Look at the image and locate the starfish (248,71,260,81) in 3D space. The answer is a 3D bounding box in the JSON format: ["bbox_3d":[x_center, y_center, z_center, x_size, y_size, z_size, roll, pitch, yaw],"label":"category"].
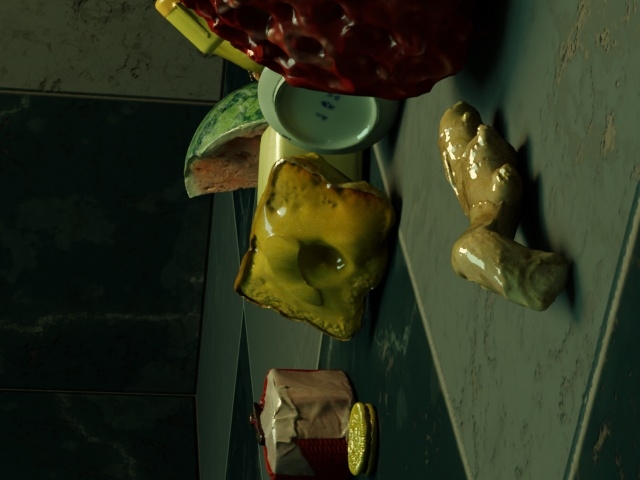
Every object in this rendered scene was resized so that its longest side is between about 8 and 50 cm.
[{"bbox_3d":[-0.129,-0.476,2.825,0.384,0.132,0.398,99,159,-79],"label":"starfish"}]

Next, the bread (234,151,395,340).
[{"bbox_3d":[0.000,0.000,1.716,0.233,0.161,0.088,110,179,-46],"label":"bread"}]

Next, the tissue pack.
[{"bbox_3d":[-0.015,-0.031,1.891,0.159,0.125,0.234,158,114,-81],"label":"tissue pack"}]

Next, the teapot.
[{"bbox_3d":[0.016,-0.194,1.696,0.232,0.159,0.159,124,152,-41],"label":"teapot"}]

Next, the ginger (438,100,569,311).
[{"bbox_3d":[0.128,-0.032,1.143,0.288,0.075,0.089,-96,16,-65],"label":"ginger"}]

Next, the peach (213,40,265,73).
[{"bbox_3d":[-0.077,-0.383,1.921,0.314,0.281,0.315,54,166,21],"label":"peach"}]

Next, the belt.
[{"bbox_3d":[-0.026,0.231,1.894,0.201,0.124,0.128,-118,30,-75],"label":"belt"}]

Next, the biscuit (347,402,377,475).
[{"bbox_3d":[0.048,0.227,1.727,0.084,0.023,0.084,-176,90,-81],"label":"biscuit"}]

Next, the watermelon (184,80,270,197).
[{"bbox_3d":[-0.113,-0.168,2.447,0.256,0.260,0.176,-50,-49,-76],"label":"watermelon"}]

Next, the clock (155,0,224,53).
[{"bbox_3d":[-0.081,-0.314,1.677,0.202,0.096,0.143,-40,14,38],"label":"clock"}]

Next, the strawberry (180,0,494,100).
[{"bbox_3d":[-0.030,-0.270,1.320,0.295,0.345,0.317,108,162,-56],"label":"strawberry"}]
